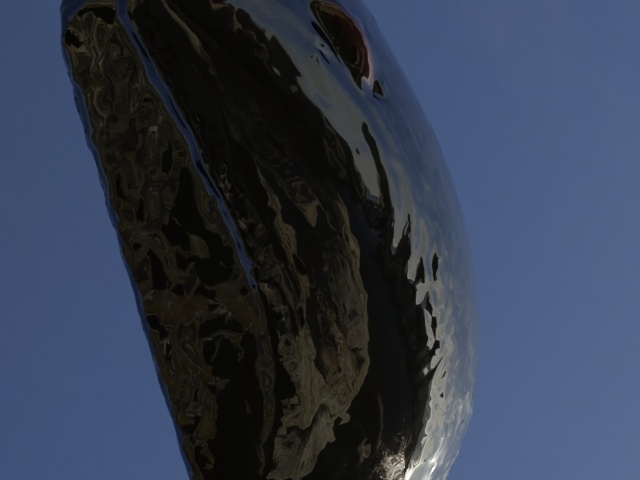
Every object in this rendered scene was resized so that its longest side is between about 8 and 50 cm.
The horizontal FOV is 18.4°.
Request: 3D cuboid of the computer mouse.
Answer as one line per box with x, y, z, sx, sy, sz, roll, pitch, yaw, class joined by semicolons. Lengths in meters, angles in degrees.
0.000;0.000;0.752;0.100;0.170;0.269;-12;-77;21;computer mouse
